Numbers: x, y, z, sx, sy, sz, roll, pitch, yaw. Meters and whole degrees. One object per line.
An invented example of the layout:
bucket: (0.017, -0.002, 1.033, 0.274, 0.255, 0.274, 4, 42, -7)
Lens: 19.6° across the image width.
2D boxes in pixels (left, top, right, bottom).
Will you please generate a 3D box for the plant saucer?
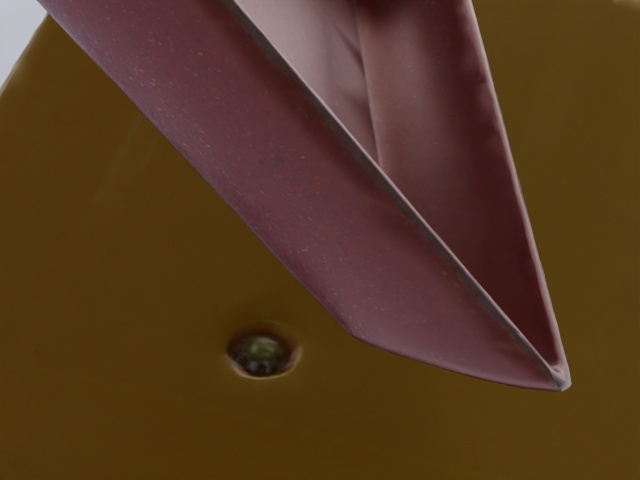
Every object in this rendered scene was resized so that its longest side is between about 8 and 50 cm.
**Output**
plant saucer: (-0.036, -0.105, 0.502, 0.048, 0.259, 0.258, -32, -59, 17)

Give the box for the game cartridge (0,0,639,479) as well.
game cartridge: (0.000, 0.000, 0.712, 0.285, 0.052, 0.323, 13, -134, 10)
